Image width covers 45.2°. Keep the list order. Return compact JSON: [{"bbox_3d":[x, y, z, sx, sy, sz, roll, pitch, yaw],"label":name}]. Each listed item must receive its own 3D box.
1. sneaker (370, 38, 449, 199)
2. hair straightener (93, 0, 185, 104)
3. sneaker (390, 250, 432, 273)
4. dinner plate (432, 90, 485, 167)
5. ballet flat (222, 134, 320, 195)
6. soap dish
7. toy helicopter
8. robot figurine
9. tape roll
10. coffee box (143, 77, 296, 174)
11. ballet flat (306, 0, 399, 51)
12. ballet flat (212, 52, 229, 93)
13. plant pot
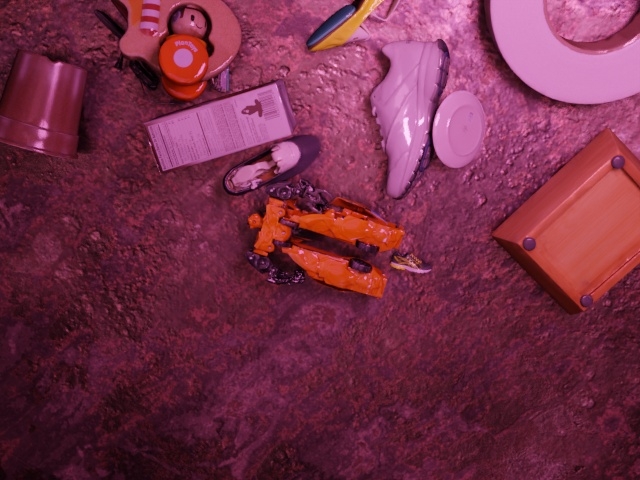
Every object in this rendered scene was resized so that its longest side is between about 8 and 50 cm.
[{"bbox_3d":[0.153,-0.223,1.412,0.129,0.111,0.297,13,102,17],"label":"sneaker"},{"bbox_3d":[-0.337,-0.337,1.424,0.089,0.047,0.230,-37,104,10],"label":"hair straightener"},{"bbox_3d":[0.178,0.042,1.498,0.083,0.031,0.035,8,104,0],"label":"sneaker"},{"bbox_3d":[0.258,-0.201,1.399,0.141,0.017,0.141,-10,106,-38],"label":"dinner plate"},{"bbox_3d":[-0.095,-0.140,1.441,0.203,0.074,0.074,-25,102,8],"label":"ballet flat"},{"bbox_3d":[0.504,-0.026,1.425,0.229,0.118,0.291,44,100,-8],"label":"soap dish"},{"bbox_3d":[-0.293,-0.427,1.338,0.355,0.140,0.235,34,82,-5],"label":"toy helicopter"},{"bbox_3d":[0.000,0.000,1.468,0.290,0.085,0.211,18,103,-3],"label":"robot figurine"},{"bbox_3d":[0.476,-0.428,1.307,0.391,0.072,0.392,0,117,1],"label":"tape roll"},{"bbox_3d":[-0.177,-0.209,1.395,0.246,0.141,0.098,-16,103,7],"label":"coffee box"},{"bbox_3d":[0.078,-0.406,1.374,0.077,0.077,0.231,40,100,-24],"label":"ballet flat"},{"bbox_3d":[-0.182,-0.330,1.415,0.041,0.041,0.114,9,105,0],"label":"ballet flat"},{"bbox_3d":[-0.503,-0.249,1.395,0.166,0.167,0.165,17,96,-2],"label":"plant pot"}]
